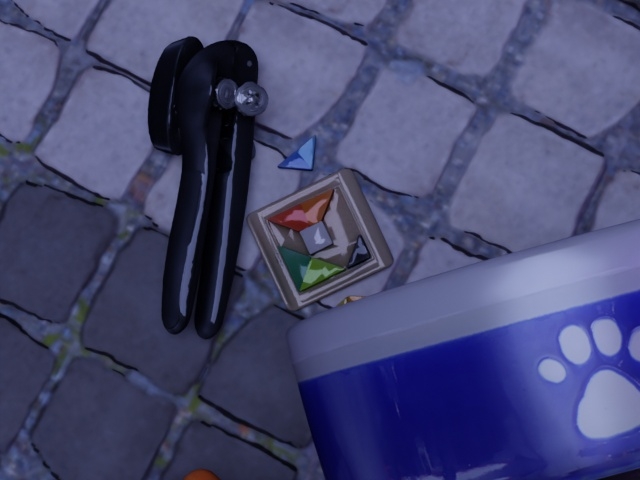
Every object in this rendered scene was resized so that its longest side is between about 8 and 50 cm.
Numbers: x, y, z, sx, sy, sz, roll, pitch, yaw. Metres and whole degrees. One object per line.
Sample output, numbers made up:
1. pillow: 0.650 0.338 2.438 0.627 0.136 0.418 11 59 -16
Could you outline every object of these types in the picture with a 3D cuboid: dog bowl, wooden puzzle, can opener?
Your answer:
1. dog bowl: 0.121 0.061 0.747 0.265 0.265 0.104 -15 84 2
2. wooden puzzle: 0.000 0.000 0.890 0.078 0.014 0.116 -32 81 -1
3. can opener: -0.067 -0.033 0.886 0.059 0.073 0.186 4 85 -34

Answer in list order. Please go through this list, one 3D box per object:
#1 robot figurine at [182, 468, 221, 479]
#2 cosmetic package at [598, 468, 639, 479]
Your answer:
1. robot figurine: -0.038 0.228 0.788 0.128 0.158 0.219 -42 61 -1
2. cosmetic package: 0.141 0.192 0.713 0.129 0.296 0.153 -10 80 3
